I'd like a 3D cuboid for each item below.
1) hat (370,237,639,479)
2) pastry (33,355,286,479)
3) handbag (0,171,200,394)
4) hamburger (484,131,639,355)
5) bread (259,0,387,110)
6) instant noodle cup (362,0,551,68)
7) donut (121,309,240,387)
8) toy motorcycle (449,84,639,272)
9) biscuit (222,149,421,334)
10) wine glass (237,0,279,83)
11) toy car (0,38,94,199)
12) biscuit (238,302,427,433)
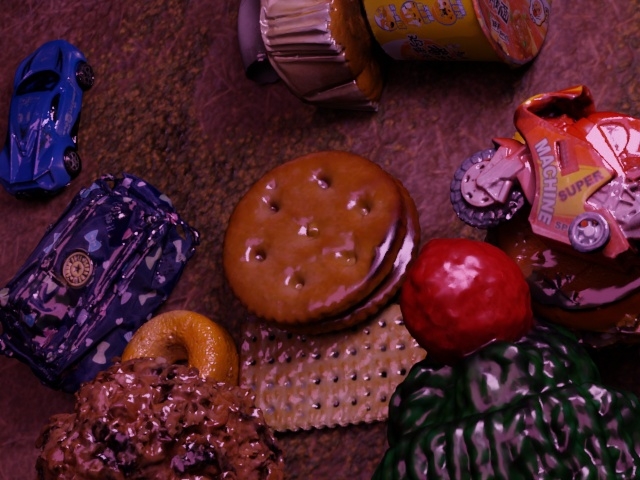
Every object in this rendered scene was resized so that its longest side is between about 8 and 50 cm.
[{"bbox_3d":[0.158,0.160,1.570,0.274,0.242,0.332,-17,79,-1],"label":"hat"},{"bbox_3d":[-0.167,0.234,1.722,0.274,0.275,0.193,-21,24,15],"label":"pastry"},{"bbox_3d":[-0.263,0.043,1.913,0.162,0.113,0.260,32,84,39],"label":"handbag"},{"bbox_3d":[0.279,0.009,1.659,0.243,0.138,0.262,7,71,28],"label":"hamburger"},{"bbox_3d":[0.010,-0.264,1.877,0.109,0.192,0.210,-8,64,19],"label":"bread"},{"bbox_3d":[0.142,-0.283,1.829,0.153,0.205,0.205,-4,66,30],"label":"instant noodle cup"},{"bbox_3d":[-0.161,0.147,1.852,0.152,0.058,0.152,-10,61,20],"label":"donut"},{"bbox_3d":[0.264,-0.055,1.559,0.298,0.089,0.171,18,74,30],"label":"toy motorcycle"},{"bbox_3d":[0.000,0.000,1.827,0.220,0.066,0.220,-12,57,19],"label":"biscuit"},{"bbox_3d":[-0.074,-0.282,2.003,0.066,0.066,0.198,-18,61,17],"label":"wine glass"},{"bbox_3d":[-0.342,-0.154,2.067,0.103,0.063,0.216,-6,65,23],"label":"toy car"},{"bbox_3d":[0.019,0.134,1.796,0.231,0.016,0.139,-10,64,21],"label":"biscuit"}]
